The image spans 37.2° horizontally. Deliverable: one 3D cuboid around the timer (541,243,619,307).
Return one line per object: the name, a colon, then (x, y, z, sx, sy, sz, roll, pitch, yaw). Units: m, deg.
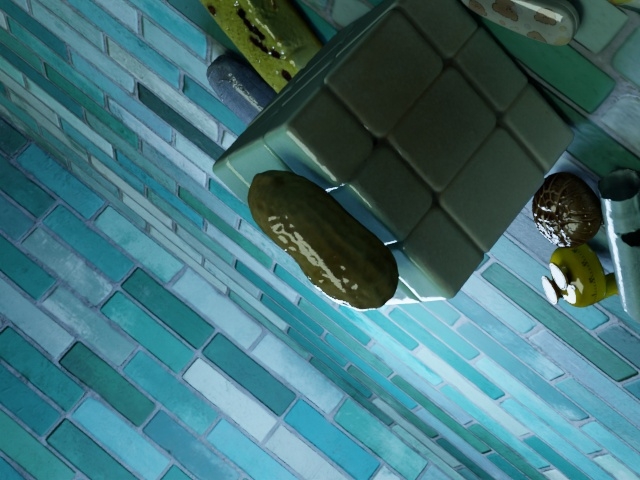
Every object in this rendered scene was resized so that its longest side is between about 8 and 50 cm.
timer: (0.414, 0.051, 1.491, 0.107, 0.109, 0.107, 160, 90, -79)

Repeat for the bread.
bread: (-0.110, -0.368, 1.529, 0.361, 0.077, 0.138, 50, 158, -24)

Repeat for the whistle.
whistle: (0.452, 0.022, 1.378, 0.062, 0.062, 0.312, 23, 153, 38)

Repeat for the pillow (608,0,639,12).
pillow: (0.296, -0.320, 0.948, 0.233, 0.086, 0.214, 40, 170, -5)

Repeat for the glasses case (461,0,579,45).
glasses case: (0.237, -0.287, 1.152, 0.164, 0.041, 0.063, 31, 157, 23)

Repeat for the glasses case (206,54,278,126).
glasses case: (-0.102, -0.237, 1.795, 0.282, 0.067, 0.109, 44, 156, -4)

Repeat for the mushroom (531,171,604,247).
mushroom: (0.357, -0.041, 1.380, 0.109, 0.085, 0.126, 41, 156, 1)

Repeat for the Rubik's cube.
Rubik's cube: (0.093, -0.123, 1.339, 0.316, 0.319, 0.322, 45, 159, -12)

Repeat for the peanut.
peanut: (0.000, 0.000, 1.165, 0.226, 0.095, 0.108, 42, 155, -5)
